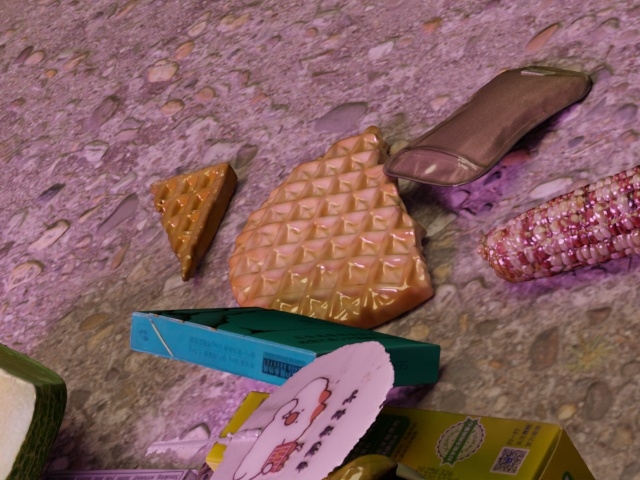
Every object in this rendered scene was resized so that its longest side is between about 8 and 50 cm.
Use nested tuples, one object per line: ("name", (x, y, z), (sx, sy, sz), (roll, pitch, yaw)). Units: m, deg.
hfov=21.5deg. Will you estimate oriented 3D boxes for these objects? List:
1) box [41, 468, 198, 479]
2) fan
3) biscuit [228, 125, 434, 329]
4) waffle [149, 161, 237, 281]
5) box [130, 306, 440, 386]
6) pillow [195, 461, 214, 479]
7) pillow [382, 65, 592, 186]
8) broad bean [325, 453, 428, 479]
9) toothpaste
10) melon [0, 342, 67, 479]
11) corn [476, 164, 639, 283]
("box", (-0.196, 0.253, 1.496), (0.177, 0.036, 0.115), (-7, 41, 35))
("fan", (-0.059, 0.152, 1.302), (0.329, 0.009, 0.191), (-12, 36, 57))
("biscuit", (0.000, 0.000, 1.666), (0.204, 0.040, 0.309), (-28, 32, 9))
("waffle", (-0.165, -0.007, 1.827), (0.125, 0.032, 0.191), (-11, 36, 29))
("box", (-0.032, 0.092, 1.464), (0.226, 0.161, 0.042), (9, 95, 42))
("pillow", (-0.094, 0.244, 1.372), (0.051, 0.093, 0.241), (13, 40, 2))
("pillow", (0.164, -0.116, 1.666), (0.130, 0.033, 0.217), (12, 43, 47))
("broad bean", (0.020, 0.253, 1.145), (0.169, 0.228, 0.100), (-2, 15, -22))
("toothpaste", (0.064, 0.188, 1.282), (0.327, 0.110, 0.077), (1, 47, 43))
("melon", (-0.396, 0.239, 1.534), (0.331, 0.226, 0.344), (21, 84, 60))
("corn", (0.248, -0.015, 1.439), (0.237, 0.079, 0.079), (-21, 33, 25))
